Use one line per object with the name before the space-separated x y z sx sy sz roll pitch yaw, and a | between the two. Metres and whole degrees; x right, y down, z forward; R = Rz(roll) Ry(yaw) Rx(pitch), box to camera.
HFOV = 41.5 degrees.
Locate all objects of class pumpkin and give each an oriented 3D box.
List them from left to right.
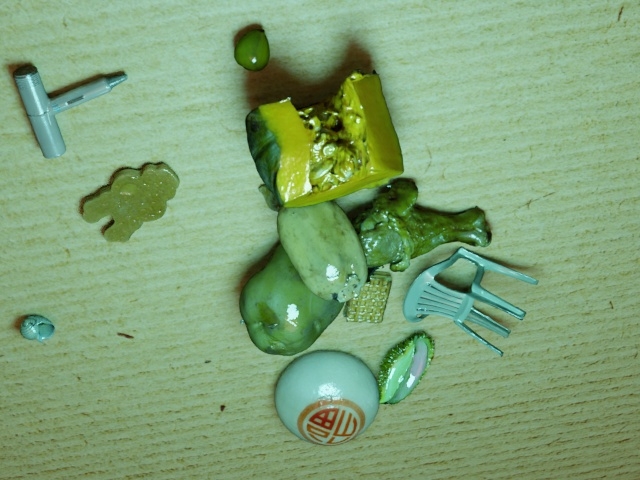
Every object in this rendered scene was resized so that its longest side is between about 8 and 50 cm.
pumpkin | 0.008 -0.201 1.717 0.303 0.256 0.225 -15 87 0

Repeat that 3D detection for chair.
chair | 0.361 0.148 2.076 0.275 0.190 0.203 25 122 11

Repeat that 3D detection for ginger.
ginger | -0.102 -0.128 1.910 0.058 0.044 0.137 -3 129 -27

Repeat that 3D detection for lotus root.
lotus root | 0.000 0.000 1.831 0.146 0.284 0.160 -40 162 34

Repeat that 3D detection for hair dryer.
hair dryer | -0.499 -0.282 1.758 0.220 0.053 0.195 -13 126 -6

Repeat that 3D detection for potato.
potato | -0.044 0.109 1.976 0.218 0.202 0.351 38 88 -2

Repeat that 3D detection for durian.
durian | 0.219 0.325 2.232 0.137 0.095 0.220 11 113 -53

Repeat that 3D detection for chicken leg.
chicken leg | 0.220 -0.043 1.966 0.361 0.140 0.211 -18 114 -22

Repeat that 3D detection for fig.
fig | -0.135 -0.387 1.709 0.074 0.074 0.088 15 103 -17

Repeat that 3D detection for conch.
conch | -0.694 0.212 2.066 0.076 0.056 0.085 -31 155 -6

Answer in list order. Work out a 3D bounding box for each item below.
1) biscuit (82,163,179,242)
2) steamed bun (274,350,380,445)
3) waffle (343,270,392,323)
biscuit | -0.422 -0.091 1.900 0.236 0.040 0.144 -34 129 14
steamed bun | 0.021 0.434 2.230 0.283 0.177 0.283 -3 125 -4
waffle | 0.117 0.142 2.121 0.103 0.042 0.148 5 124 -8
